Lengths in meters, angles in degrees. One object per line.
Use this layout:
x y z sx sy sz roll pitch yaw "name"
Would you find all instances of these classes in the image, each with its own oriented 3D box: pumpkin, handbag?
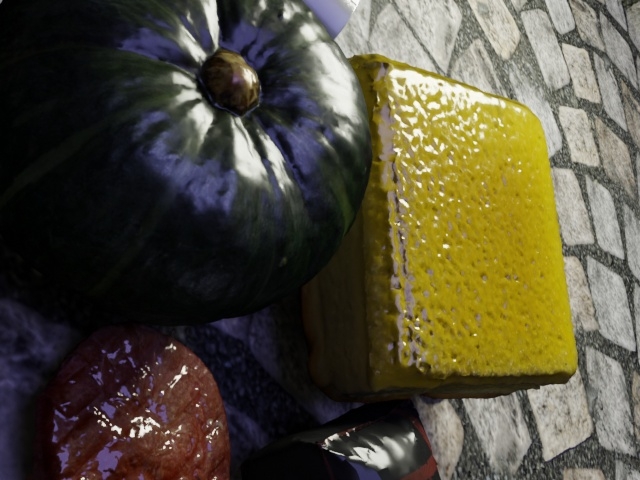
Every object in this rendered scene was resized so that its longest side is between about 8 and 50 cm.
-0.106 -0.077 0.615 0.300 0.207 0.300 16 58 -27 "pumpkin"
0.042 0.252 0.702 0.169 0.155 0.215 -11 81 -61 "handbag"

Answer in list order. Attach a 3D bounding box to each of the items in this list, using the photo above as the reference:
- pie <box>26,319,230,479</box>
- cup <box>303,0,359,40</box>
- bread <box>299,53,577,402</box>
-0.135 0.152 0.608 0.182 0.049 0.182 25 57 -46 "pie"
-0.062 -0.243 0.762 0.142 0.134 0.173 41 14 -25 "cup"
0.121 -0.003 0.852 0.323 0.143 0.333 10 71 -41 "bread"
